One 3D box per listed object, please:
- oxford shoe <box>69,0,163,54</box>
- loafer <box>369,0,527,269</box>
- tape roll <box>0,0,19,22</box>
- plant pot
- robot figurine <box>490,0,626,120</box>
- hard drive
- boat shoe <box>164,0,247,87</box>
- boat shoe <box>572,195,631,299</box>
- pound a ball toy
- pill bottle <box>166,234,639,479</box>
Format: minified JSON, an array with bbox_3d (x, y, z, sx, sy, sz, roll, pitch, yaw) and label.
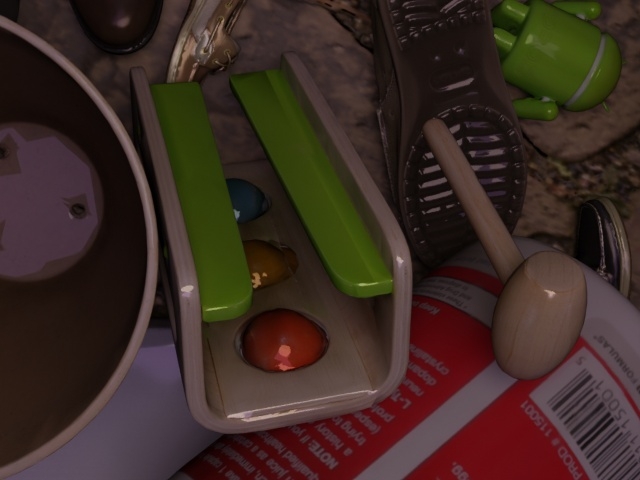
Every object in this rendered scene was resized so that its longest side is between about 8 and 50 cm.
[{"bbox_3d":[-0.158,-0.247,0.669,0.083,0.096,0.227,-7,100,-6],"label":"oxford shoe"},{"bbox_3d":[0.093,-0.105,0.713,0.102,0.092,0.268,-10,114,-1],"label":"loafer"},{"bbox_3d":[-0.334,-0.189,0.674,0.219,0.072,0.219,-1,98,-5],"label":"tape roll"},{"bbox_3d":[-0.219,-0.013,0.604,0.256,0.274,0.256,-1,98,-4],"label":"plant pot"},{"bbox_3d":[0.179,-0.142,0.724,0.115,0.067,0.101,24,83,-8],"label":"robot figurine"},{"bbox_3d":[-0.149,0.178,0.750,0.353,0.047,0.233,1,98,-5],"label":"hard drive"},{"bbox_3d":[-0.082,-0.151,0.710,0.045,0.050,0.135,19,96,-1],"label":"boat shoe"},{"bbox_3d":[0.217,0.042,0.757,0.049,0.056,0.152,-6,98,-9],"label":"boat shoe"},{"bbox_3d":[0.000,0.000,0.602,0.208,0.319,0.136,-9,127,-13],"label":"pound a ball toy"},{"bbox_3d":[0.035,0.194,0.616,0.407,0.229,0.229,-35,100,-21],"label":"pill bottle"}]
